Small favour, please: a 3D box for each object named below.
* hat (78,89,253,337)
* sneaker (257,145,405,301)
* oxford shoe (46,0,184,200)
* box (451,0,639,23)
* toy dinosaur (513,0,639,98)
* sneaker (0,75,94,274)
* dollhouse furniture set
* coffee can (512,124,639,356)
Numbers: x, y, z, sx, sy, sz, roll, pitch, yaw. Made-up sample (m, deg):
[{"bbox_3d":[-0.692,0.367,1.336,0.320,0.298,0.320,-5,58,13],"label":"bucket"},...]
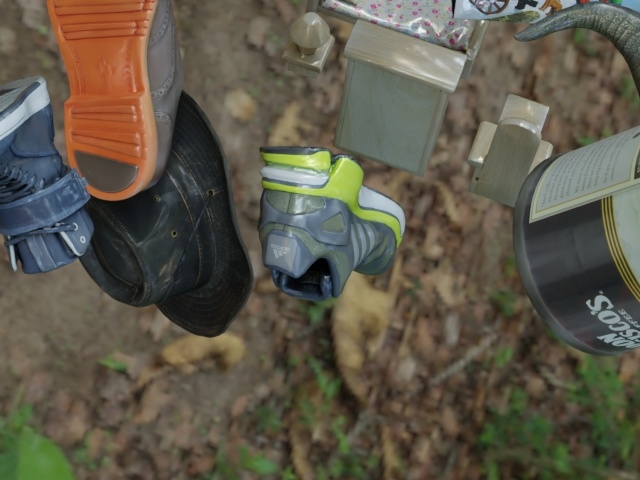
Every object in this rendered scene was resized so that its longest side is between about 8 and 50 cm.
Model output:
[{"bbox_3d":[-0.224,-0.022,1.815,0.134,0.331,0.331,-20,123,-33],"label":"hat"},{"bbox_3d":[0.000,0.000,1.423,0.300,0.111,0.121,36,66,-68],"label":"sneaker"},{"bbox_3d":[-0.219,-0.233,1.679,0.133,0.130,0.364,-28,122,-70],"label":"oxford shoe"},{"bbox_3d":[0.252,-0.288,1.479,0.044,0.233,0.159,-89,-178,-49],"label":"box"},{"bbox_3d":[0.244,-0.045,0.694,0.121,0.313,0.160,-77,165,-45],"label":"toy dinosaur"},{"bbox_3d":[-0.261,-0.039,1.276,0.226,0.086,0.163,-59,138,-70],"label":"sneaker"},{"bbox_3d":[0.142,-0.261,1.604,0.174,0.303,0.355,101,10,-62],"label":"dollhouse furniture set"},{"bbox_3d":[0.337,-0.019,1.348,0.201,0.275,0.202,11,70,-34],"label":"coffee can"}]
